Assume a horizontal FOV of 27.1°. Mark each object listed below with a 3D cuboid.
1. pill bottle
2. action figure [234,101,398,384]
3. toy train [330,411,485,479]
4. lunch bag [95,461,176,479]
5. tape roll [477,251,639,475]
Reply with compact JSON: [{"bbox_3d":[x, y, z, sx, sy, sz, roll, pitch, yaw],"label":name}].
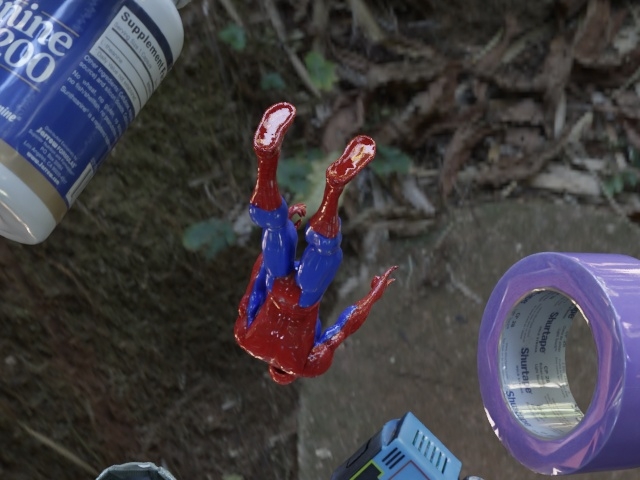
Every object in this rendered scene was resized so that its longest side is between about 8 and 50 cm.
[{"bbox_3d":[-0.089,-0.064,0.457,0.067,0.067,0.120,25,70,21],"label":"pill bottle"},{"bbox_3d":[0.000,0.000,0.981,0.091,0.280,0.139,26,50,13],"label":"action figure"},{"bbox_3d":[0.030,0.205,0.882,0.105,0.080,0.184,46,106,3],"label":"toy train"},{"bbox_3d":[-0.134,0.343,1.027,0.169,0.235,0.287,-3,34,4],"label":"lunch bag"},{"bbox_3d":[0.222,0.104,1.139,0.080,0.189,0.189,3,53,-32],"label":"tape roll"}]
